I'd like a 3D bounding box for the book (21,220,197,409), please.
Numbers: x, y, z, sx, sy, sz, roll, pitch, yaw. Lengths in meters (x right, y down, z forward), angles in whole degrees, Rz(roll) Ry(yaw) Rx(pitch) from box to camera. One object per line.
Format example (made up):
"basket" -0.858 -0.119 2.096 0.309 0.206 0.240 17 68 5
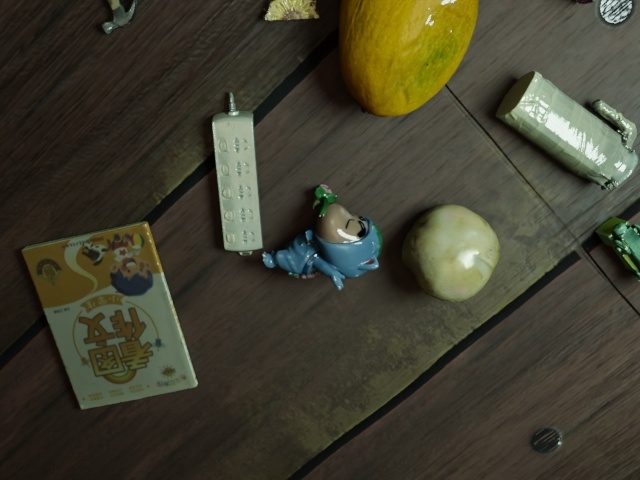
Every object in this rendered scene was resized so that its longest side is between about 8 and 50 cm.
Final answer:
"book" -0.338 0.128 1.051 0.207 0.020 0.296 -12 107 4

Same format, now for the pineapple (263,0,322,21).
"pineapple" -0.040 -0.332 0.906 0.083 0.019 0.045 -4 113 1

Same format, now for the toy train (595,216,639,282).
"toy train" 0.471 0.018 0.972 0.050 0.081 0.122 -41 103 3

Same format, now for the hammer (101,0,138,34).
"hammer" -0.312 -0.385 0.894 0.062 0.017 0.182 -23 104 7

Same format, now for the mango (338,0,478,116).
"mango" 0.120 -0.331 0.826 0.186 0.144 0.360 26 114 27

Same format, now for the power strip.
"power strip" -0.124 -0.094 0.974 0.060 0.027 0.253 -3 107 2

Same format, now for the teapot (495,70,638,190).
"teapot" 0.363 -0.166 0.925 0.200 0.077 0.107 34 85 -9

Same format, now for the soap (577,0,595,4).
"soap" 0.332 -0.464 0.827 0.259 0.081 0.181 43 103 -10

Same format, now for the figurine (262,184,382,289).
"figurine" 0.000 -0.005 0.965 0.178 0.114 0.145 -13 105 14

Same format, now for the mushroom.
"mushroom" 0.193 0.017 0.959 0.147 0.112 0.148 0 83 4
